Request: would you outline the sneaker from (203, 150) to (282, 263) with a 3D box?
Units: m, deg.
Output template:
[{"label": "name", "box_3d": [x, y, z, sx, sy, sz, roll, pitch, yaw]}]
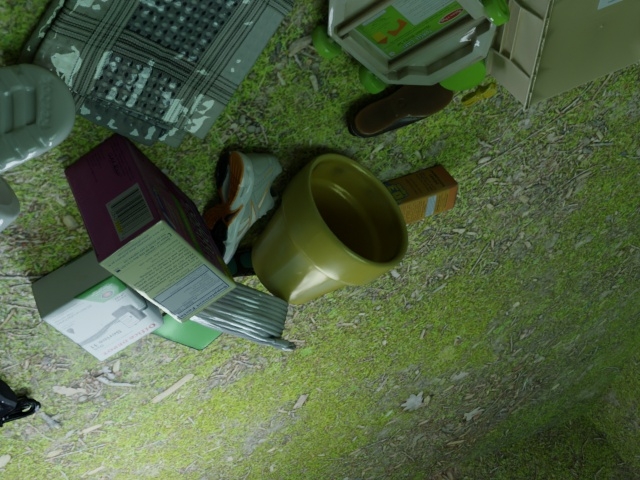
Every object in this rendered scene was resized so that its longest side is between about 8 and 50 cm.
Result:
[{"label": "sneaker", "box_3d": [-0.139, -0.053, 1.400, 0.121, 0.099, 0.262, -10, 140, -35]}]

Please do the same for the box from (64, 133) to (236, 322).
[{"label": "box", "box_3d": [-0.275, -0.016, 1.232, 0.117, 0.213, 0.243, -34, 144, 2]}]

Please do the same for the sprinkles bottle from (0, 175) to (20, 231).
[{"label": "sprinkles bottle", "box_3d": [-0.613, 0.027, 1.106, 0.355, 0.121, 0.121, -38, 144, 8]}]

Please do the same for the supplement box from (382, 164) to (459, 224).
[{"label": "supplement box", "box_3d": [0.177, -0.084, 1.615, 0.234, 0.078, 0.080, -21, 143, -17]}]

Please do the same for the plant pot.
[{"label": "plant pot", "box_3d": [0.000, 0.000, 1.456, 0.254, 0.253, 0.239, 8, 143, -43]}]

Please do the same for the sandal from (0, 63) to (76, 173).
[{"label": "sandal", "box_3d": [-0.526, -0.113, 0.993, 0.417, 0.169, 0.102, -15, 177, -9]}]

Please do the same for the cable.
[{"label": "cable", "box_3d": [-0.188, 0.124, 1.449, 0.257, 0.257, 0.089, 32, 72, -47]}]

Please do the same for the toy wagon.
[{"label": "toy wagon", "box_3d": [0.166, -0.331, 1.214, 0.267, 0.068, 0.344, -23, 144, 36]}]

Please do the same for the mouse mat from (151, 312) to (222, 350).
[{"label": "mouse mat", "box_3d": [-0.267, 0.176, 1.646, 0.153, 0.007, 0.190, -41, 145, 11]}]

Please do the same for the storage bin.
[{"label": "storage bin", "box_3d": [0.423, -0.381, 1.232, 0.262, 0.123, 0.260, -22, 144, -14]}]

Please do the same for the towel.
[{"label": "towel", "box_3d": [-0.234, -0.284, 1.084, 0.312, 0.056, 0.324, 17, 123, -47]}]

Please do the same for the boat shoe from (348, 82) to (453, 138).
[{"label": "boat shoe", "box_3d": [0.147, -0.248, 1.414, 0.207, 0.073, 0.073, -20, 180, -12]}]

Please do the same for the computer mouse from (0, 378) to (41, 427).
[{"label": "computer mouse", "box_3d": [-0.674, 0.311, 1.452, 0.189, 0.072, 0.272, -25, 156, -14]}]

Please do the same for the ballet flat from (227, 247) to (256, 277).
[{"label": "ballet flat", "box_3d": [-0.179, 0.053, 1.524, 0.189, 0.070, 0.070, 0, 134, -32]}]

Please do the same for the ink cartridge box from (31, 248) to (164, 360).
[{"label": "ink cartridge box", "box_3d": [-0.409, 0.121, 1.404, 0.153, 0.086, 0.208, -31, 146, -1]}]
